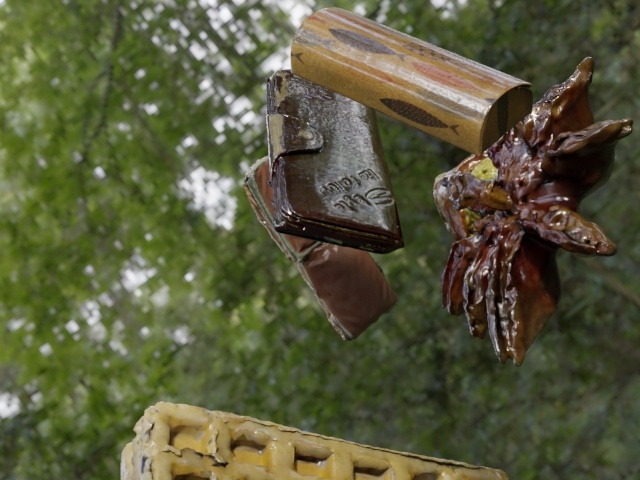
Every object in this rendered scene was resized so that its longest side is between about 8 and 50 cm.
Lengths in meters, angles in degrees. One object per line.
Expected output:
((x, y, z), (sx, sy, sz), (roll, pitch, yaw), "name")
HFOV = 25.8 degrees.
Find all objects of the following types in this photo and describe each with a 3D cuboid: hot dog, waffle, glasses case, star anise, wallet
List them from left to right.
((0.007, 0.288, 1.216), (0.376, 0.261, 0.114), (13, -52, -18), "waffle")
((0.010, -0.079, 1.313), (0.122, 0.232, 0.031), (14, -51, -18), "wallet")
((0.062, -0.119, 0.984), (0.064, 0.170, 0.041), (-39, -39, -34), "glasses case")
((0.172, -0.026, 1.429), (0.093, 0.123, 0.261), (-39, 1, -11), "hot dog")
((0.171, -0.022, 1.190), (0.088, 0.288, 0.288), (16, -41, -21), "star anise")

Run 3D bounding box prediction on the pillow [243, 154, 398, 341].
((0.000, 0.000, 1.591), (0.043, 0.232, 0.126), (-28, 9, 39), "pillow")
